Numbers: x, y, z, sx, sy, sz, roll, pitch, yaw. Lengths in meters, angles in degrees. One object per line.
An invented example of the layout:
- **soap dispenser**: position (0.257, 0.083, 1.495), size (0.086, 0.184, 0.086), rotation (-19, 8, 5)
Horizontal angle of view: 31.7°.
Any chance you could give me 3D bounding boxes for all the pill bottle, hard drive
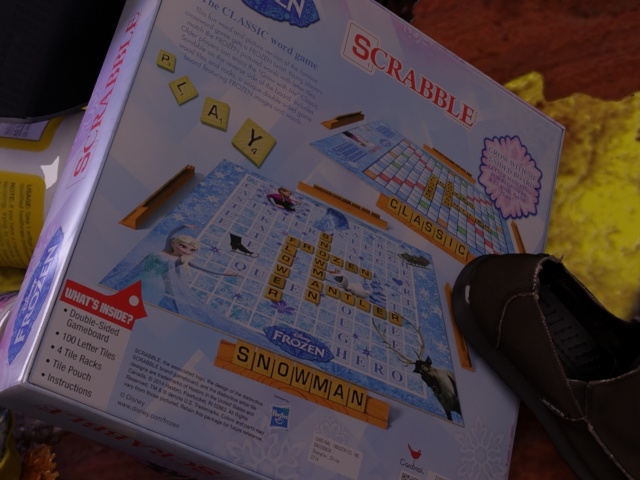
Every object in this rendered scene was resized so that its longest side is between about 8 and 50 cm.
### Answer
- **pill bottle**: position (-0.213, -0.039, 0.804), size (0.208, 0.119, 0.119), rotation (7, 65, 9)
- **hard drive**: position (-0.145, -0.174, 0.780), size (0.054, 0.172, 0.255), rotation (31, 27, 3)

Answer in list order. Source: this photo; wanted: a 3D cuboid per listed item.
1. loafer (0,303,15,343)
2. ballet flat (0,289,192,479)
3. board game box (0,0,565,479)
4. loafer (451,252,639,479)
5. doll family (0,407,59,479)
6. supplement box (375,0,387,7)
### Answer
- **loafer**: position (-0.083, 0.054, 0.716), size (0.268, 0.092, 0.102), rotation (-11, 83, -37)
- **ballet flat**: position (-0.159, 0.085, 0.760), size (0.221, 0.079, 0.077), rotation (29, 71, 18)
- **board game box**: position (0.000, 0.000, 0.689), size (0.318, 0.066, 0.318), rotation (29, 62, -28)
- **loafer**: position (0.174, 0.091, 0.684), size (0.220, 0.078, 0.080), rotation (42, 61, -9)
- **doll family**: position (-0.225, 0.169, 0.664), size (0.118, 0.163, 0.263), rotation (14, 38, 2)
- **supplement box**: position (-0.023, -0.179, 0.877), size (0.130, 0.073, 0.239), rotation (13, 65, 13)
